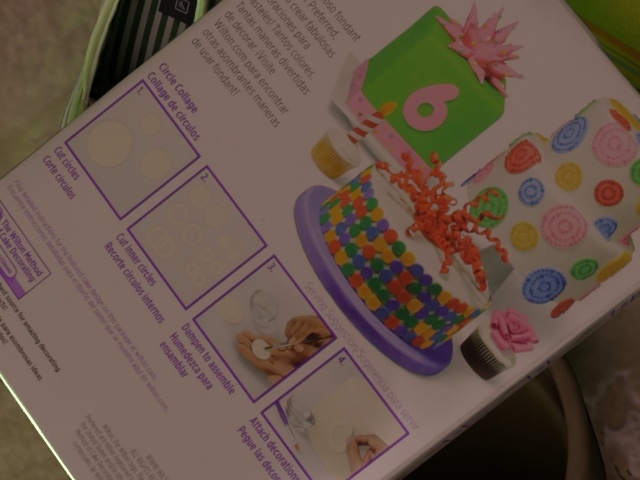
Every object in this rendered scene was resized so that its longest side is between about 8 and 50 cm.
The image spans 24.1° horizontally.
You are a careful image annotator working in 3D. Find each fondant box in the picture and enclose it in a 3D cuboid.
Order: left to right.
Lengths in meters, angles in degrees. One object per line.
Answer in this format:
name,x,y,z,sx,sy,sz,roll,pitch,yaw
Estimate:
fondant box,0.000,0.000,0.757,0.330,0.096,0.238,-38,77,5

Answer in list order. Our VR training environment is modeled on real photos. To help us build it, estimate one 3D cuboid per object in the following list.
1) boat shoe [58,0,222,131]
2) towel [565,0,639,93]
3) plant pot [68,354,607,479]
boat shoe,-0.110,-0.076,0.885,0.109,0.094,0.302,20,125,7
towel,0.160,-0.144,0.797,0.102,0.021,0.237,31,125,-5
plant pot,0.043,0.224,0.916,0.323,0.323,0.280,-9,133,24
